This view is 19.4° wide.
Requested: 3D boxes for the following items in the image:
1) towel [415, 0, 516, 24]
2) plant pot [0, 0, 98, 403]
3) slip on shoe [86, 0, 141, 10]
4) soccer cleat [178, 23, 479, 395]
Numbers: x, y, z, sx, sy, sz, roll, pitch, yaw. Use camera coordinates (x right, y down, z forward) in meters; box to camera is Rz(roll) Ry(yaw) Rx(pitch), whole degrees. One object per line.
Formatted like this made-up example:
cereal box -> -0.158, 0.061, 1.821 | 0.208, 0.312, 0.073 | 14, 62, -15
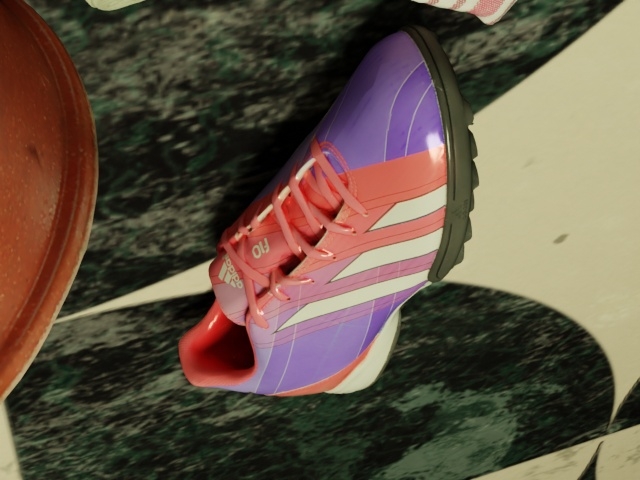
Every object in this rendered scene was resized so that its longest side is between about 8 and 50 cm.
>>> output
towel -> 0.068, -0.162, 0.878 | 0.197, 0.029, 0.144 | 7, 141, -44
plant pot -> -0.245, -0.068, 0.591 | 0.272, 0.272, 0.265 | -24, 144, 3
slip on shoe -> -0.062, -0.157, 0.674 | 0.123, 0.101, 0.331 | -24, 175, 4
soccer cleat -> 0.000, 0.000, 1.042 | 0.116, 0.109, 0.318 | -8, 152, -18
